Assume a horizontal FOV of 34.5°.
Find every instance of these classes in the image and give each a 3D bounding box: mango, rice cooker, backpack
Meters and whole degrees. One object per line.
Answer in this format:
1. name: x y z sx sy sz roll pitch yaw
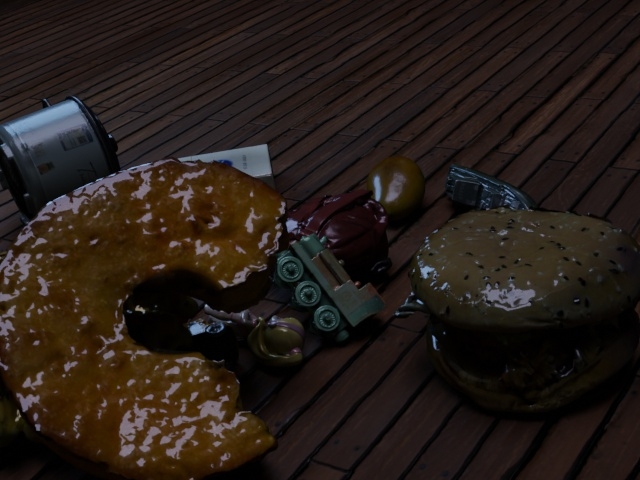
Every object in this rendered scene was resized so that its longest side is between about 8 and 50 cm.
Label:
1. mango: 0.143 -0.094 1.922 0.111 0.089 0.163 -18 36 5
2. rice cooker: -0.511 -0.153 2.044 0.227 0.241 0.280 -26 68 -24
3. backpack: 0.000 0.002 1.705 0.229 0.138 0.229 -4 24 2

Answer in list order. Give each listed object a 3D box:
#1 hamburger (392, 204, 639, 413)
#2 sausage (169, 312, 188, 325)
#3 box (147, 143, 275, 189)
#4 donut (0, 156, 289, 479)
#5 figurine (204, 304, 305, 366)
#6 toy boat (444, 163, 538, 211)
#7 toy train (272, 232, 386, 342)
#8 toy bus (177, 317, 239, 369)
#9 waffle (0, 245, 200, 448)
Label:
1. hamburger: 0.269 0.091 1.410 0.318 0.195 0.277 10 30 34
2. sausage: -0.363 0.149 1.565 0.348 0.094 0.097 -17 40 -7
3. box: -0.222 -0.116 2.076 0.257 0.069 0.164 -9 27 -2
4. donut: -0.227 0.106 1.325 0.378 0.163 0.435 15 61 -9
5. figurine: -0.099 0.141 1.546 0.187 0.083 0.083 16 34 27
6. toy boat: 0.302 -0.074 1.845 0.085 0.078 0.260 -1 21 -28
7. toy train: 0.006 0.068 1.569 0.118 0.176 0.074 -34 -9 -15
8. toy bus: -0.206 0.163 1.525 0.162 0.069 0.074 -15 27 -13
9. waffle: -0.386 0.113 1.483 0.382 0.095 0.380 -37 50 -26
